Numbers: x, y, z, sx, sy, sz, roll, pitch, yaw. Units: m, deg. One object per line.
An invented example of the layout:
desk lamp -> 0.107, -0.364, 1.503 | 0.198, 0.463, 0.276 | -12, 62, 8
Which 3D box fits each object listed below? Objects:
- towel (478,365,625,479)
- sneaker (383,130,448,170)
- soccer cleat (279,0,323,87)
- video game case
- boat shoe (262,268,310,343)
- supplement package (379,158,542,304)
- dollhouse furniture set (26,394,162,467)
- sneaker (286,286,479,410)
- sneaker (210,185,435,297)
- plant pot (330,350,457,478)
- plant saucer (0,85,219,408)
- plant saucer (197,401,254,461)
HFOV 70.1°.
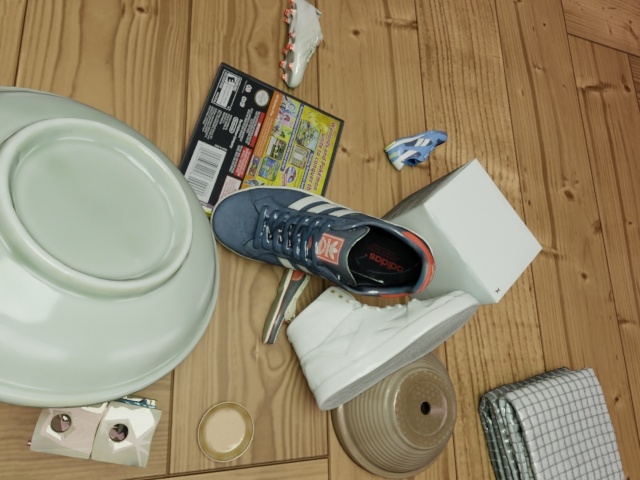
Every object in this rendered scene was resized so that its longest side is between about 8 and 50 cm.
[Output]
towel -> 0.434, 0.398, 0.844 | 0.235, 0.121, 0.284 | -5, 77, -26
sneaker -> 0.199, -0.183, 0.926 | 0.144, 0.053, 0.059 | -20, 84, -17
soccer cleat -> -0.031, -0.376, 0.870 | 0.076, 0.068, 0.196 | 11, 70, -24
video game case -> -0.101, -0.143, 0.797 | 0.248, 0.035, 0.275 | 21, 69, -17
boat shoe -> -0.056, 0.108, 0.747 | 0.043, 0.049, 0.137 | 28, 63, -17
supplement package -> 0.223, 0.002, 0.804 | 0.149, 0.203, 0.194 | -39, 94, -26
dollhouse furniture set -> -0.265, 0.173, 0.593 | 0.129, 0.129, 0.184 | 19, 71, -18
sneaker -> 0.089, 0.119, 0.724 | 0.292, 0.108, 0.169 | -26, 54, -10
sneaker -> 0.000, 0.000, 0.663 | 0.350, 0.148, 0.131 | 11, 100, 3
plant pot -> 0.144, 0.273, 0.755 | 0.237, 0.109, 0.237 | 6, 76, -22
plant saucer -> -0.263, -0.025, 0.522 | 0.400, 0.100, 0.400 | 33, 41, -34
plant saucer -> -0.142, 0.284, 0.681 | 0.083, 0.015, 0.083 | 5, 75, -21
